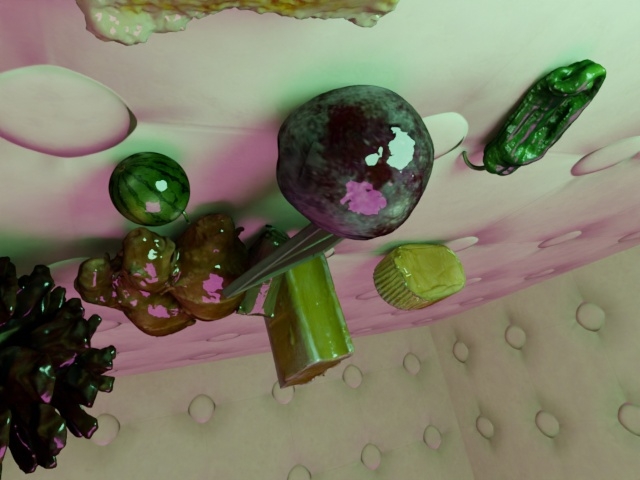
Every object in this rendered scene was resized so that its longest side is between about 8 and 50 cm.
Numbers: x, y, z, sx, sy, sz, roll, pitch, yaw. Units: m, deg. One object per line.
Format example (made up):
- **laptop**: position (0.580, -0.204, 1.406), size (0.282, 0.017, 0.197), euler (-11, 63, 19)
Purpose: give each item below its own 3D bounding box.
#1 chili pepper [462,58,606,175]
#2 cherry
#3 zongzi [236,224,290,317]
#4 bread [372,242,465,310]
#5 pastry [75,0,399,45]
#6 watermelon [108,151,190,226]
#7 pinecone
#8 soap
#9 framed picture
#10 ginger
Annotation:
- **chili pepper**: position (0.319, -0.172, 0.654), size (0.100, 0.074, 0.257), euler (-5, 155, -14)
- **cherry**: position (0.036, -0.092, 0.535), size (0.195, 0.195, 0.195), euler (-12, 160, -4)
- **zongzi**: position (-0.136, 0.034, 0.962), size (0.094, 0.204, 0.204), euler (12, 111, -26)
- **bread**: position (0.270, 0.100, 1.205), size (0.250, 0.178, 0.133), euler (-11, 154, -34)
- **pastry**: position (-0.047, -0.202, 0.301), size (0.259, 0.089, 0.121), euler (-8, 155, -11)
- **watermelon**: position (-0.217, -0.065, 0.564), size (0.109, 0.108, 0.109), euler (-12, 160, -4)
- **pinecone**: position (-0.526, 0.218, 0.699), size (0.398, 0.397, 0.397), euler (-12, 160, -4)
- **soap**: position (-0.054, 0.182, 1.035), size (0.143, 0.281, 0.259), euler (-5, 150, -30)
- **framed picture**: position (0.000, 0.000, 0.781), size (0.241, 0.020, 0.324), euler (-35, 172, 34)
- **ginger**: position (-0.277, 0.062, 0.814), size (0.358, 0.152, 0.274), euler (-23, 138, 24)
